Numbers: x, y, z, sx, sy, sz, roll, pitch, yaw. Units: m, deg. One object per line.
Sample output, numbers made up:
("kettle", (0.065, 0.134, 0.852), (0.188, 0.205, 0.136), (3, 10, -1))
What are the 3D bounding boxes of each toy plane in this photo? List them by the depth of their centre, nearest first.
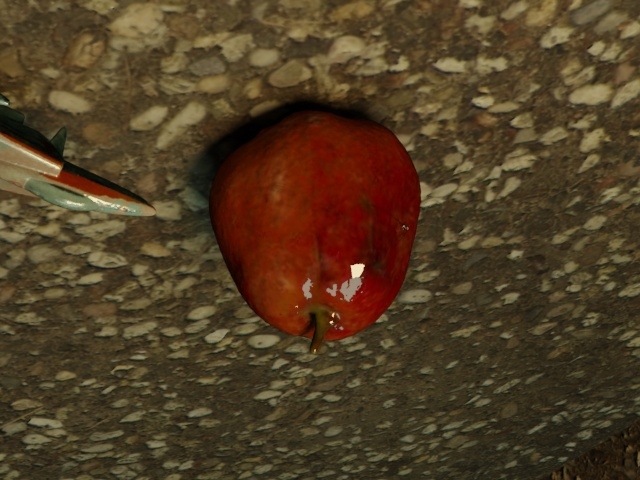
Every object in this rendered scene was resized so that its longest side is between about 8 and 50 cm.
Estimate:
("toy plane", (-0.299, -0.089, 1.137), (0.326, 0.104, 0.223), (15, 138, -21))

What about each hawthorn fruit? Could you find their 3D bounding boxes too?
("hawthorn fruit", (0.000, 0.000, 1.317), (0.224, 0.260, 0.224), (-8, 145, -6))
